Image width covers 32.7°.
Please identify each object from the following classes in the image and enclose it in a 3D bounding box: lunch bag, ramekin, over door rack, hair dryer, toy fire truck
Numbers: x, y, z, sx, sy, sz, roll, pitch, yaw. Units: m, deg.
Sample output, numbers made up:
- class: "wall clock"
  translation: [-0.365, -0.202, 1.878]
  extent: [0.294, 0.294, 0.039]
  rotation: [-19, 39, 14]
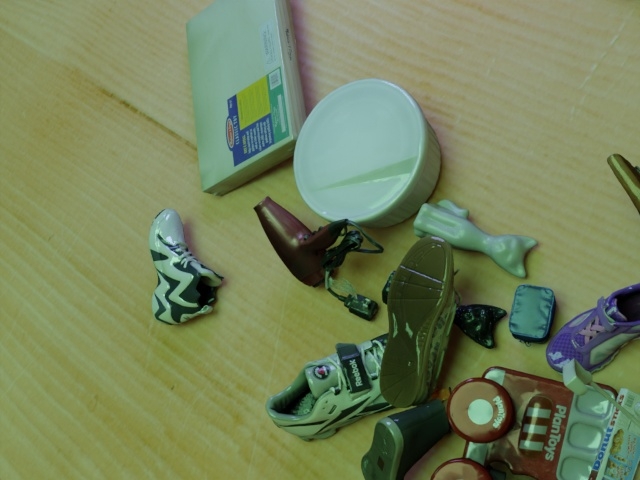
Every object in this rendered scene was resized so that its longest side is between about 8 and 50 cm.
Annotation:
- class: "lunch bag"
  translation: [0.347, 0.125, 1.783]
  extent: [0.067, 0.065, 0.098]
  rotation: [12, 80, 18]
- class: "ramekin"
  translation: [0.094, -0.145, 1.985]
  extent: [0.273, 0.127, 0.272]
  rotation: [-10, 70, 29]
- class: "over door rack"
  translation: [0.519, 0.178, 1.517]
  extent: [0.239, 0.324, 0.108]
  rotation: [-44, 27, 20]
- class: "hair dryer"
  translation: [0.000, 0.000, 1.966]
  extent: [0.294, 0.223, 0.080]
  rotation: [27, 47, 27]
- class: "toy fire truck"
  translation: [0.314, 0.348, 1.690]
  extent: [0.254, 0.169, 0.302]
  rotation: [12, 82, 15]

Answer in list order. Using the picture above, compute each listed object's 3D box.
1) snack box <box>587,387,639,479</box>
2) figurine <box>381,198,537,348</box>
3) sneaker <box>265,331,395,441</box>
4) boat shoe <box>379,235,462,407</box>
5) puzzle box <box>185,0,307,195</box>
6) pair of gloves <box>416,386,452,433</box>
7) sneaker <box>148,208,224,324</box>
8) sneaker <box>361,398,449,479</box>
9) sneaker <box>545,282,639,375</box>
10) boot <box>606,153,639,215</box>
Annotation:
- class: "snack box"
  translation: [0.453, 0.317, 1.648]
  extent: [0.022, 0.064, 0.178]
  rotation: [0, 65, 67]
- class: "figurine"
  translation: [0.244, 0.054, 1.865]
  extent: [0.209, 0.092, 0.214]
  rotation: [24, 89, 26]
- class: "sneaker"
  translation: [0.051, 0.242, 1.883]
  extent: [0.330, 0.146, 0.122]
  rotation: [-35, 56, 16]
- class: "boat shoe"
  translation: [0.168, 0.134, 1.802]
  extent: [0.105, 0.089, 0.285]
  rotation: [17, 95, 37]
- class: "puzzle box"
  translation: [-0.155, -0.322, 2.206]
  extent: [0.272, 0.052, 0.408]
  rotation: [-25, 63, 38]
- class: "pair of gloves"
  translation: [0.194, 0.293, 1.858]
  extent: [0.074, 0.010, 0.083]
  rotation: [-16, 68, 27]
- class: "sneaker"
  translation: [-0.256, 0.046, 2.165]
  extent: [0.153, 0.094, 0.235]
  rotation: [-8, 71, 28]
- class: "sneaker"
  translation: [0.144, 0.352, 1.807]
  extent: [0.118, 0.222, 0.083]
  rotation: [-20, 57, -25]
- class: "sneaker"
  translation: [0.448, 0.129, 1.695]
  extent: [0.236, 0.104, 0.095]
  rotation: [-32, 62, 21]
- class: "boot"
  translation: [0.511, -0.022, 1.606]
  extent: [0.096, 0.264, 0.280]
  rotation: [-39, 60, 28]
